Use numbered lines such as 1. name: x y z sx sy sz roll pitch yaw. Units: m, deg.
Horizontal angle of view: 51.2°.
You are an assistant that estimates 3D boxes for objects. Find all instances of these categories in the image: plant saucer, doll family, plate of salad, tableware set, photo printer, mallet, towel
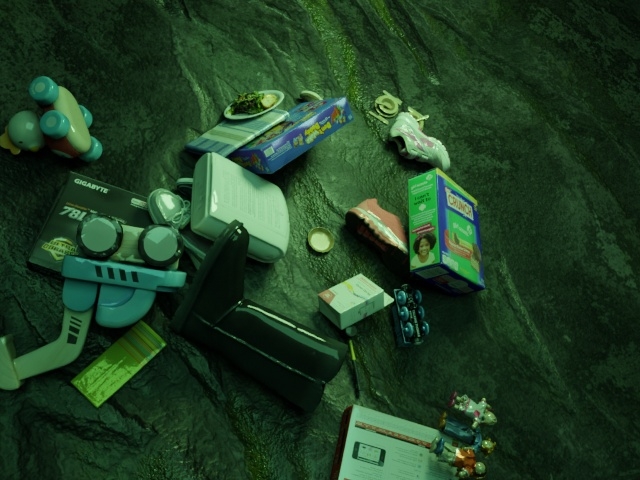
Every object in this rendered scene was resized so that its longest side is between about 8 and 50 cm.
1. plant saucer: 0.000 0.000 2.048 0.083 0.015 0.083 7 64 -15
2. doll family: 0.388 0.542 1.789 0.163 0.118 0.263 29 42 2
3. plate of salad: -0.213 -0.436 2.102 0.199 0.048 0.200 -13 34 9
4. tableware set: 0.280 -0.445 2.332 0.194 0.039 0.128 33 61 -1
5. photo printer: -0.217 -0.084 1.903 0.307 0.107 0.256 26 44 -36
6. mallet: 0.095 0.331 1.898 0.039 0.062 0.190 -6 69 -18
7. towel: -0.519 0.317 1.732 0.102 0.021 0.237 41 61 10
8. towel: -0.253 -0.331 2.040 0.285 0.209 0.034 -39 127 -29

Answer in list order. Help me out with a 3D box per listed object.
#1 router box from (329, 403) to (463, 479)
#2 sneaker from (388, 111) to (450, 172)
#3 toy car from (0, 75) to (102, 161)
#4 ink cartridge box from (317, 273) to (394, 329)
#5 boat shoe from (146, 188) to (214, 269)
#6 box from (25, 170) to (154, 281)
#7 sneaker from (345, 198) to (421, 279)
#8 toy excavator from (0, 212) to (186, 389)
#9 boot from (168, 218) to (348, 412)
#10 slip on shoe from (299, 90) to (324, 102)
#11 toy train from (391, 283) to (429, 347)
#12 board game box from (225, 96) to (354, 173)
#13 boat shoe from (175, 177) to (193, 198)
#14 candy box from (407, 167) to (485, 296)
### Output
1. router box: 0.198 0.633 1.780 0.335 0.082 0.301 20 62 -8
2. sneaker: 0.325 -0.309 2.256 0.252 0.103 0.111 43 73 3
3. toy car: -0.779 -0.298 1.861 0.238 0.219 0.210 -24 74 4
4. ink cartridge box: 0.106 0.167 1.945 0.198 0.067 0.115 -24 38 -26
5. boat shoe: -0.349 -0.021 1.855 0.320 0.103 0.118 53 48 -6
6. box: -0.600 -0.011 1.829 0.295 0.073 0.293 21 62 -9
7. sneaker: 0.229 -0.015 2.074 0.314 0.116 0.136 44 57 4
8. toy excavator: -0.563 0.157 1.642 0.432 0.222 0.445 9 86 -11
9. boot: -0.125 0.200 1.748 0.445 0.367 0.146 32 23 2
10. slip on shoe: -0.012 -0.452 2.236 0.135 0.051 0.041 31 58 -11
11. toy train: 0.258 0.225 1.975 0.080 0.105 0.184 -1 67 -23
12. board game box: -0.100 -0.321 2.039 0.347 0.233 0.078 -37 115 -28
13. boat shoe: -0.343 -0.119 1.962 0.183 0.065 0.083 18 58 -12
14. candy box: 0.386 -0.020 2.056 0.268 0.122 0.317 27 54 -44
